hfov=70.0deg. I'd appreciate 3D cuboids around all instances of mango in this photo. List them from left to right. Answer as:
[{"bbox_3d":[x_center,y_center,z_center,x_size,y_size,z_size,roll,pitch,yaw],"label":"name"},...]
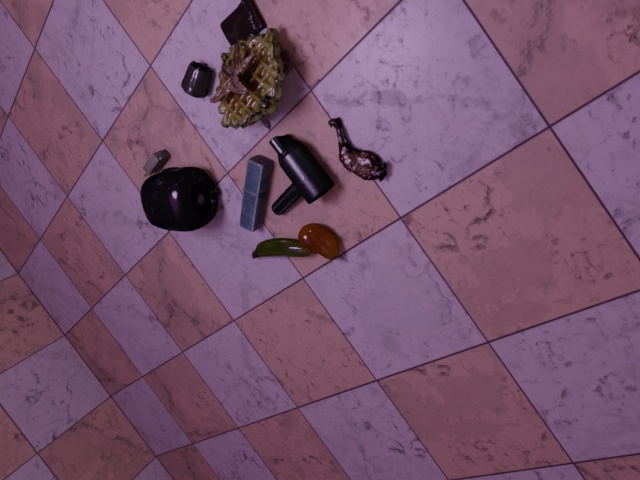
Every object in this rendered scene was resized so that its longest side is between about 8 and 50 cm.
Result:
[{"bbox_3d":[-0.001,-0.001,1.622,0.159,0.084,0.105,30,101,-4],"label":"mango"}]

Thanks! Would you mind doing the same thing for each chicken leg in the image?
[{"bbox_3d":[0.105,-0.276,1.441,0.253,0.051,0.106,46,122,5],"label":"chicken leg"}]

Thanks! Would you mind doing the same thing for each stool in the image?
[{"bbox_3d":[-0.431,-0.564,1.601,0.096,0.096,0.110,37,123,11],"label":"stool"}]

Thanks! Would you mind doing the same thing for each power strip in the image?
[{"bbox_3d":[-0.687,-0.312,1.888,0.175,0.075,0.042,-36,93,37],"label":"power strip"}]

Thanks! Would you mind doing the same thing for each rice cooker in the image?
[{"bbox_3d":[-0.532,-0.161,1.764,0.224,0.267,0.267,-1,112,24],"label":"rice cooker"}]

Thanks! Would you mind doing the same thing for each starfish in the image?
[{"bbox_3d":[-0.270,-0.508,1.413,0.240,0.043,0.227,-34,50,31],"label":"starfish"}]

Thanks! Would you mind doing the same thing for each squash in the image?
[{"bbox_3d":[-0.147,0.030,1.728,0.318,0.071,0.080,-4,111,33],"label":"squash"}]

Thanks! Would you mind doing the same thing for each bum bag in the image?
[{"bbox_3d":[-0.255,-0.694,1.471,0.159,0.026,0.109,-24,100,37],"label":"bum bag"}]

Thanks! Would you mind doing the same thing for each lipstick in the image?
[{"bbox_3d":[-0.242,-0.167,1.687,0.077,0.076,0.290,26,124,17],"label":"lipstick"}]

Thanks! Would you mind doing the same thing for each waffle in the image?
[{"bbox_3d":[-0.225,-0.504,1.455,0.317,0.073,0.297,-5,83,43],"label":"waffle"}]

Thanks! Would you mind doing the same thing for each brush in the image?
[{"bbox_3d":[-0.201,-0.500,1.522,0.321,0.050,0.060,-35,96,39],"label":"brush"}]

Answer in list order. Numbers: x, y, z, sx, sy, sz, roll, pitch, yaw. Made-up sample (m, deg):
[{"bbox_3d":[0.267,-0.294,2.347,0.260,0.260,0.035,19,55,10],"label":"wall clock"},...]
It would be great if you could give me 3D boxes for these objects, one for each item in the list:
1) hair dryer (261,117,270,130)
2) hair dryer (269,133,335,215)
[{"bbox_3d":[-0.208,-0.423,1.553,0.063,0.038,0.124,-3,141,34],"label":"hair dryer"},{"bbox_3d":[-0.119,-0.208,1.587,0.244,0.116,0.302,53,135,2],"label":"hair dryer"}]
